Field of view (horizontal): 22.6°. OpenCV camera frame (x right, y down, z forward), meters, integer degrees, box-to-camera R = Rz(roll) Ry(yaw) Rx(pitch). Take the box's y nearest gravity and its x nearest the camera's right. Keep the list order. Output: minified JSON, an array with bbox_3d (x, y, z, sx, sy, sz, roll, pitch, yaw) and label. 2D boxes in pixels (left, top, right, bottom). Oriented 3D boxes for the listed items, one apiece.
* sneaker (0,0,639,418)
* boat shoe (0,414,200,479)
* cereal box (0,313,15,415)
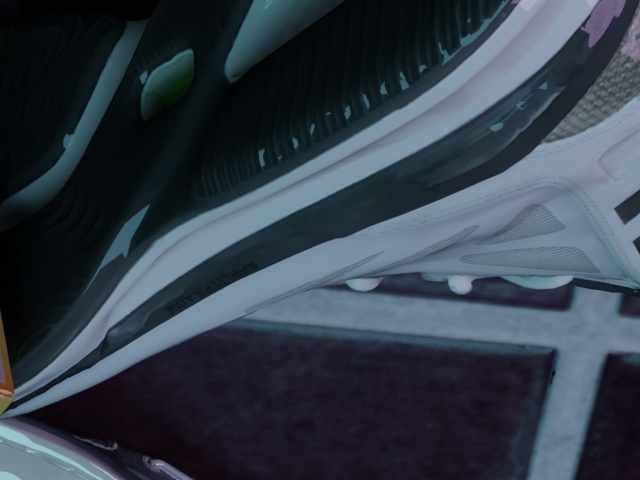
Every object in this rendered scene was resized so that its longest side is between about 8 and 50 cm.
[{"bbox_3d":[0.000,0.001,0.657,0.257,0.169,0.447,23,145,-39],"label":"sneaker"},{"bbox_3d":[-0.101,0.164,0.821,0.319,0.099,0.116,33,101,-22],"label":"boat shoe"},{"bbox_3d":[-0.195,0.014,0.633,0.047,0.240,0.173,18,129,-36],"label":"cereal box"}]
